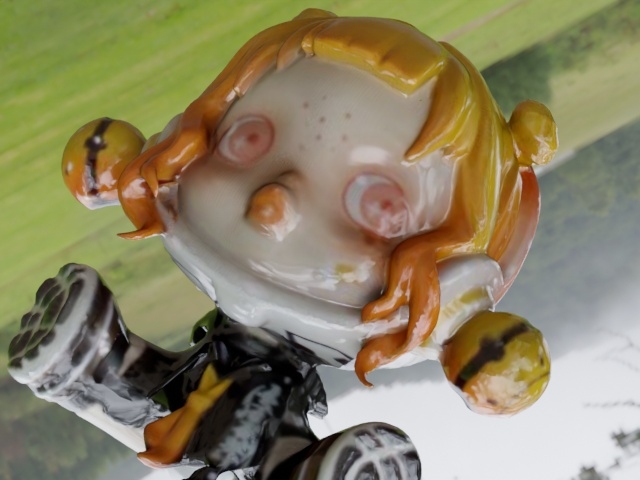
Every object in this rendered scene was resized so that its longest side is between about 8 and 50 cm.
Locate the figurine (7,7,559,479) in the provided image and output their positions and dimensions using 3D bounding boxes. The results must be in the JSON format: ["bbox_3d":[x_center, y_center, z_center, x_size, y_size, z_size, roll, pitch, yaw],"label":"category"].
[{"bbox_3d":[0.000,0.003,0.742,0.323,0.320,0.196,-57,160,-11],"label":"figurine"}]
